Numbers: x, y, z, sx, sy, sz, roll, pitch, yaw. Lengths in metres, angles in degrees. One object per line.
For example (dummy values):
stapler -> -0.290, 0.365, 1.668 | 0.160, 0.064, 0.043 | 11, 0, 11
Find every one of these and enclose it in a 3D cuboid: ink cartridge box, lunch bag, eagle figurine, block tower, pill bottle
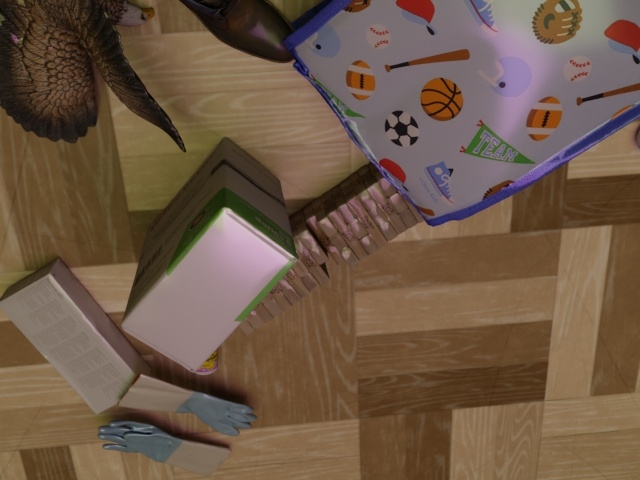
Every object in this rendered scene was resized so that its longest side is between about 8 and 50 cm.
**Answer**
ink cartridge box -> -0.144, 0.005, 0.895 | 0.115, 0.273, 0.198 | 37, 105, -21
lunch bag -> 0.192, -0.239, 0.824 | 0.385, 0.239, 0.328 | -36, 106, 20
eagle figurine -> -0.281, -0.246, 0.824 | 0.225, 0.226, 0.298 | -6, 110, -25
block tower -> 0.000, 0.000, 1.004 | 0.336, 0.091, 0.097 | -32, 113, 8
pill bottle -> -0.187, 0.169, 1.084 | 0.044, 0.043, 0.083 | -2, 113, -4

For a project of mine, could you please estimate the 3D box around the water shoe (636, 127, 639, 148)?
water shoe -> 0.548, -0.200, 0.974 | 0.073, 0.080, 0.203 | 28, 108, -16

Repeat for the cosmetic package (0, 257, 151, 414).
cosmetic package -> -0.373, 0.150, 1.050 | 0.099, 0.060, 0.239 | -28, 113, 9

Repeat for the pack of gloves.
pack of gloves -> -0.237, 0.298, 1.129 | 0.232, 0.046, 0.195 | 26, 121, -28

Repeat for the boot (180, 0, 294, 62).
boot -> -0.119, -0.290, 0.859 | 0.219, 0.106, 0.082 | 31, 107, -16
